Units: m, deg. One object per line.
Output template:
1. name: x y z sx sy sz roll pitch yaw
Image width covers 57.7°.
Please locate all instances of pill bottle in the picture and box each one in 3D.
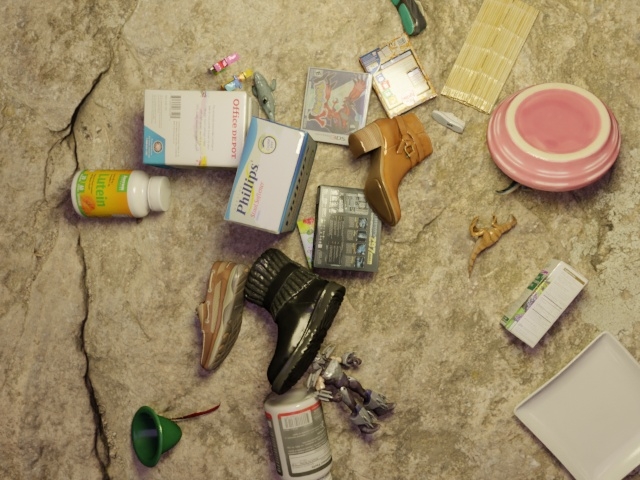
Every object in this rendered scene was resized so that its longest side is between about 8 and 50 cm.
1. pill bottle: -0.055 0.576 1.631 0.162 0.161 0.283 -11 93 5
2. pill bottle: -0.558 -0.133 1.643 0.246 0.136 0.136 0 93 4

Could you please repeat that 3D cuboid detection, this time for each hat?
1. hat: -0.432 0.568 1.728 0.209 0.184 0.172 -4 85 46

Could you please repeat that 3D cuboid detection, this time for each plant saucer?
1. plant saucer: 0.604 -0.286 1.501 0.333 0.084 0.331 -4 63 7

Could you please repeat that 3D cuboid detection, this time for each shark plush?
1. shark plush: -0.160 -0.390 1.634 0.073 0.067 0.161 -4 93 4

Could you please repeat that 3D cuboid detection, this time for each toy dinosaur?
1. toy dinosaur: 0.455 -0.005 1.611 0.112 0.064 0.211 45 95 0

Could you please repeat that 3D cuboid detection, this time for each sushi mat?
1. sushi mat: 0.467 -0.519 1.604 0.152 0.019 0.316 25 94 4

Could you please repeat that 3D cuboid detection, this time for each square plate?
1. square plate: 0.777 0.482 1.620 0.347 0.049 0.344 -43 90 5

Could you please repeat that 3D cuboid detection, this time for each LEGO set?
1. LEGO set: -0.236 -0.458 1.578 0.093 0.227 0.087 -32 110 -4

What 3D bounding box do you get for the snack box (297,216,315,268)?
1. snack box: 0.000 0.000 1.657 0.100 0.037 0.141 -15 92 5

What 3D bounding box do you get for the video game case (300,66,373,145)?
1. video game case: 0.042 -0.372 1.619 0.184 0.023 0.201 10 100 12

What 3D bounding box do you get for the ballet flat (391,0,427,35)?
1. ballet flat: 0.237 -0.658 1.596 0.074 0.074 0.203 -24 85 5

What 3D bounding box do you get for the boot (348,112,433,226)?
1. boot: 0.214 -0.199 1.582 0.220 0.109 0.283 -24 91 -27

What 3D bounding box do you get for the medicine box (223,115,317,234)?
1. medicine box: -0.122 -0.162 1.531 0.149 0.289 0.263 16 94 3

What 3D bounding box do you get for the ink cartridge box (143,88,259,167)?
1. ink cartridge box: -0.317 -0.294 1.585 0.270 0.197 0.198 3 93 4

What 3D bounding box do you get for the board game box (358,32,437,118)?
1. board game box: 0.214 -0.453 1.613 0.147 0.045 0.193 -26 91 5

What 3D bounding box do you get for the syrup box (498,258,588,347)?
1. syrup box: 0.609 0.168 1.593 0.096 0.093 0.236 37 95 2

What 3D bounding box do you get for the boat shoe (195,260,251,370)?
1. boat shoe: -0.292 0.209 1.659 0.117 0.123 0.324 18 94 16

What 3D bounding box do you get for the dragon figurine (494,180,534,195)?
1. dragon figurine: 0.590 -0.210 1.577 0.290 0.085 0.143 -14 90 0

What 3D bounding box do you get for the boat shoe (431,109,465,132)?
1. boat shoe: 0.358 -0.339 1.618 0.100 0.035 0.035 30 67 6

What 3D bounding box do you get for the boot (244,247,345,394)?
1. boot: -0.115 0.214 1.582 0.260 0.131 0.347 24 75 21

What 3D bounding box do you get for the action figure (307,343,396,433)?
1. action figure: 0.073 0.406 1.627 0.285 0.099 0.185 45 54 -10

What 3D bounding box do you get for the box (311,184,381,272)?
1. box: 0.075 -0.032 1.612 0.184 0.059 0.232 4 89 -9
